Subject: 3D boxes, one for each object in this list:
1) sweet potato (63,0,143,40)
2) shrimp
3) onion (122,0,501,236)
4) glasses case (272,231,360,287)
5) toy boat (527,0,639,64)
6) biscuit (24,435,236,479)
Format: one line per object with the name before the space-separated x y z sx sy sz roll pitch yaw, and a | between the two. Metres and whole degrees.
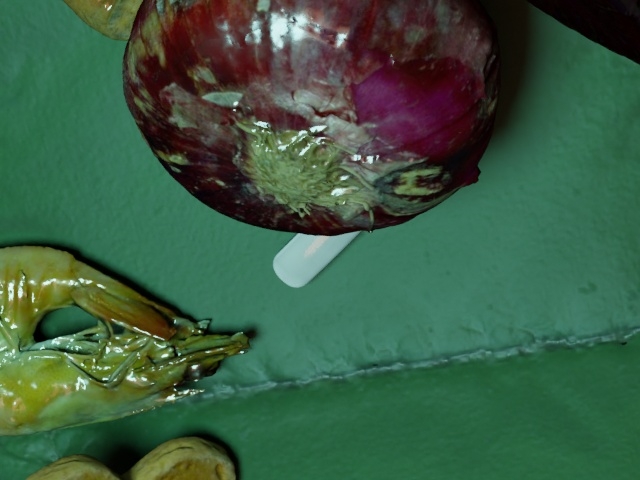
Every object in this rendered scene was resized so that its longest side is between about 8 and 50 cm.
sweet potato | -0.185 -0.233 1.113 0.251 0.097 0.097 41 110 -5
shrimp | -0.182 0.075 1.231 0.267 0.061 0.145 0 98 14
onion | -0.005 -0.109 1.065 0.246 0.190 0.246 11 139 10
glasses case | 0.000 0.000 1.188 0.032 0.021 0.083 43 110 -2
toy boat | 0.170 -0.220 1.038 0.309 0.129 0.142 34 82 -1
biscuit | -0.177 0.301 1.243 0.049 0.205 0.324 26 112 47
